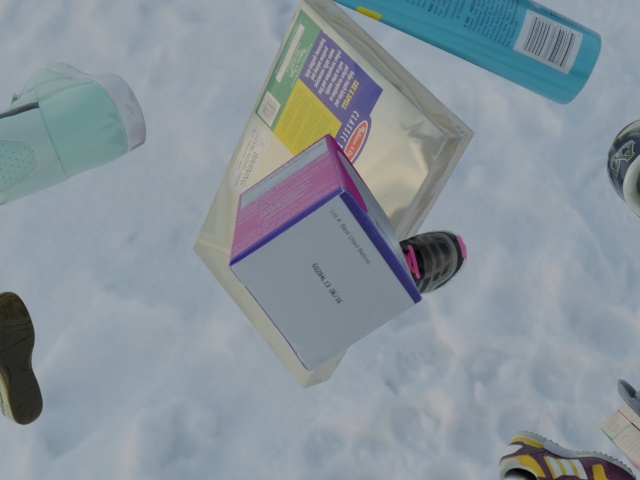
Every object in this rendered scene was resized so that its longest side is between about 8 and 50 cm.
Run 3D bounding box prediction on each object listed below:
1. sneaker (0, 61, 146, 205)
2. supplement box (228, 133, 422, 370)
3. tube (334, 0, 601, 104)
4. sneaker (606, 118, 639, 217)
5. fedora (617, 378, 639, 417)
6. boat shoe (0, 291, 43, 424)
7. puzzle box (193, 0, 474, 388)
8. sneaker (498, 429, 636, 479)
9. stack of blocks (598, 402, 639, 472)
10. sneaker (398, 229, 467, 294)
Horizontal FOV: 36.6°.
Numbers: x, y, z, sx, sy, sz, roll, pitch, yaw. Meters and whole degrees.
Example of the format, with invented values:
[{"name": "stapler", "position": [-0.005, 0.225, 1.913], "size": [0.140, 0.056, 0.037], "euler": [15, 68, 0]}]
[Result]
[{"name": "sneaker", "position": [-0.267, -0.091, 0.838], "size": [0.151, 0.094, 0.256], "euler": [-26, 17, -27]}, {"name": "supplement box", "position": [0.000, 0.000, 0.837], "size": [0.114, 0.111, 0.220], "euler": [-33, 15, 9]}, {"name": "tube", "position": [0.081, -0.154, 0.629], "size": [0.207, 0.052, 0.080], "euler": [24, 54, -9]}, {"name": "sneaker", "position": [0.225, 0.000, 0.467], "size": [0.192, 0.086, 0.064], "euler": [29, 109, 15]}, {"name": "fedora", "position": [0.523, 0.245, 1.298], "size": [0.124, 0.275, 0.243], "euler": [-45, 68, 5]}, {"name": "boat shoe", "position": [-0.351, 0.131, 1.087], "size": [0.048, 0.153, 0.056], "euler": [3, 19, 42]}, {"name": "puzzle box", "position": [-0.004, -0.050, 1.184], "size": [0.052, 0.409, 0.272], "euler": [-11, 50, -43]}, {"name": "sneaker", "position": [0.339, 0.331, 1.337], "size": [0.186, 0.069, 0.084], "euler": [12, 44, 29]}, {"name": "stack of blocks", "position": [0.573, 0.370, 1.535], "size": [0.087, 0.171, 0.297], "euler": [-41, 29, 2]}, {"name": "sneaker", "position": [0.067, 0.032, 0.993], "size": [0.170, 0.075, 0.063], "euler": [-16, 83, 31]}]
